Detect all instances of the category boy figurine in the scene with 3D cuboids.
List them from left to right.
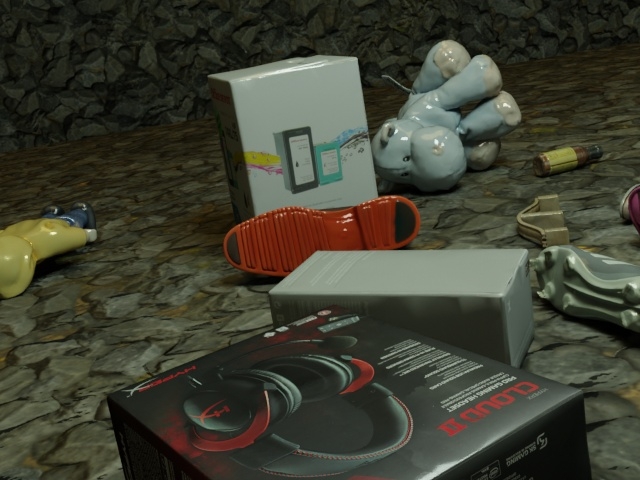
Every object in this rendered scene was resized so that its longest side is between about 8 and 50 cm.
[{"bbox_3d":[-0.455,0.007,1.335,0.177,0.092,0.285,-7,17,7],"label":"boy figurine"}]

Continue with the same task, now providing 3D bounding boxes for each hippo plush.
[{"bbox_3d":[0.188,-0.214,1.468,0.294,0.234,0.236,21,41,25],"label":"hippo plush"}]

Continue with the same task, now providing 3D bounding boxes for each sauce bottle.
[{"bbox_3d":[0.435,-0.143,1.441,0.128,0.042,0.042,-12,17,-18],"label":"sauce bottle"}]

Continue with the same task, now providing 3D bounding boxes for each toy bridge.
[{"bbox_3d":[0.307,-0.027,1.147,0.063,0.026,0.188,-6,16,13],"label":"toy bridge"}]

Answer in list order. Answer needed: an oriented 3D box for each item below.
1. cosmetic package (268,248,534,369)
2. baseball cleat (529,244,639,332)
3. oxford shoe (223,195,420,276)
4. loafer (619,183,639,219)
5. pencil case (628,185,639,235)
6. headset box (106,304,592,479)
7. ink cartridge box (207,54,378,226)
[{"bbox_3d":[0.083,0.072,0.812,0.237,0.107,0.127,2,20,26],"label":"cosmetic package"},{"bbox_3d":[0.309,0.053,0.838,0.109,0.072,0.206,2,14,-21],"label":"baseball cleat"},{"bbox_3d":[0.000,0.000,1.150,0.271,0.097,0.098,-7,-4,-7],"label":"oxford shoe"},{"bbox_3d":[0.457,-0.057,1.138,0.039,0.045,0.125,15,26,41],"label":"loafer"},{"bbox_3d":[0.491,-0.046,1.003,0.209,0.095,0.098,-14,-14,-14],"label":"pencil case"},{"bbox_3d":[0.019,0.153,0.552,0.218,0.110,0.293,-19,19,-31],"label":"headset box"},{"bbox_3d":[-0.043,-0.139,1.278,0.197,0.270,0.198,-13,17,-14],"label":"ink cartridge box"}]
